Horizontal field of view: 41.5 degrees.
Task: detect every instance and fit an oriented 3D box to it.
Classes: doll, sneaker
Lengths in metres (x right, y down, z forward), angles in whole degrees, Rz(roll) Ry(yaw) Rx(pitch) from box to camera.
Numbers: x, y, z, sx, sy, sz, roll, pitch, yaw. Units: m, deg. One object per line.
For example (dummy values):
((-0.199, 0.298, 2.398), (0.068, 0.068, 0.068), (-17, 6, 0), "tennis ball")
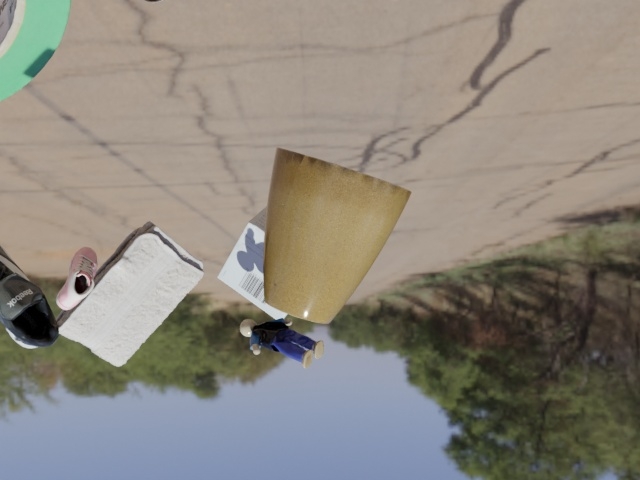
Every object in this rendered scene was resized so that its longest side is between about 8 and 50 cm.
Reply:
((-0.091, 0.201, 1.721), (0.189, 0.046, 0.129), (20, -144, 32), "doll")
((-0.445, 0.066, 1.192), (0.078, 0.234, 0.106), (-45, -152, -25), "sneaker")
((-0.425, 0.059, 1.518), (0.051, 0.134, 0.070), (35, 136, -23), "sneaker")

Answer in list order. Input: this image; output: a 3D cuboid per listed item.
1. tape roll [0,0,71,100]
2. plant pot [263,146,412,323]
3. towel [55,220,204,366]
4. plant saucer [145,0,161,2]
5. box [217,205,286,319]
((-0.393, -0.246, 0.758), (0.321, 0.077, 0.321), (-14, 144, -10), "tape roll")
((0.000, 0.000, 1.412), (0.237, 0.254, 0.237), (18, -176, -1), "plant pot")
((-0.374, 0.112, 1.688), (0.187, 0.282, 0.049), (44, 175, -41), "towel")
((-0.288, -0.611, 1.619), (0.050, 0.311, 0.310), (0, 174, -39), "plant saucer")
((-0.100, 0.048, 1.875), (0.181, 0.182, 0.119), (35, -147, 4), "box")
